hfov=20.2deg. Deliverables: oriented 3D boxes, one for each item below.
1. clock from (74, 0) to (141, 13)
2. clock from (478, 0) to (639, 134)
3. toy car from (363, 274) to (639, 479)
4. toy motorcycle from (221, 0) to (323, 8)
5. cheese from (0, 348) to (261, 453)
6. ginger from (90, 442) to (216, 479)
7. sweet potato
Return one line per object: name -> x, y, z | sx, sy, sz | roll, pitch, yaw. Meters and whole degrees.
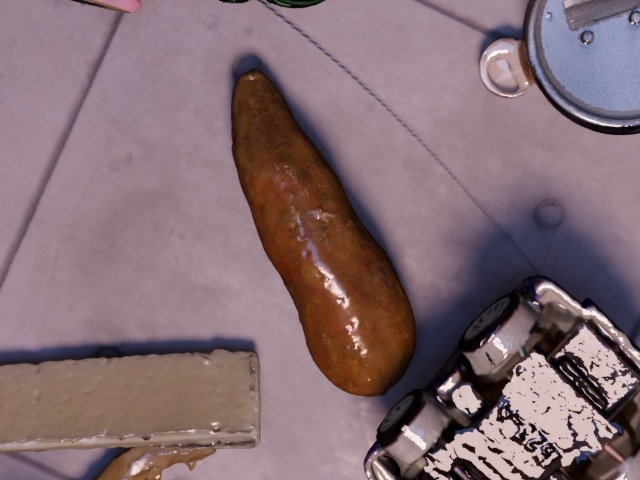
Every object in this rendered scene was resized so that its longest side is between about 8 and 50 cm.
clock -> -0.212, -0.289, 1.396 | 0.194, 0.100, 0.196 | 15, 93, -2
clock -> 0.237, -0.163, 1.423 | 0.229, 0.063, 0.156 | -15, 102, 4
toy car -> 0.154, 0.143, 1.440 | 0.235, 0.158, 0.172 | -44, 96, 11
toy motorcycle -> -0.101, -0.280, 1.315 | 0.331, 0.125, 0.196 | 7, 97, -28
cheese -> -0.248, 0.140, 1.501 | 0.400, 0.034, 0.085 | -2, 73, 3
ginger -> -0.126, 0.293, 1.525 | 0.149, 0.065, 0.259 | -19, 91, 10
sweet potato -> 0.000, -0.001, 1.448 | 0.097, 0.097, 0.292 | -23, 100, 6
